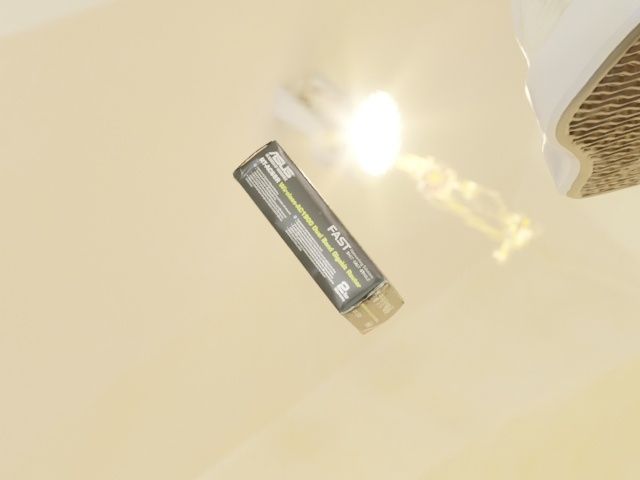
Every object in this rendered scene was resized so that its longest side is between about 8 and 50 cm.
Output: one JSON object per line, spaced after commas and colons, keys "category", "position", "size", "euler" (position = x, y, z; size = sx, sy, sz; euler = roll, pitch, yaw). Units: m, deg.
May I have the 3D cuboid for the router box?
{"category": "router box", "position": [0.000, 0.000, 1.124], "size": [0.038, 0.122, 0.092], "euler": [-39, -16, 0]}

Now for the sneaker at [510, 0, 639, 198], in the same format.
{"category": "sneaker", "position": [0.111, -0.099, 0.631], "size": [0.290, 0.106, 0.123], "euler": [98, 158, -81]}
